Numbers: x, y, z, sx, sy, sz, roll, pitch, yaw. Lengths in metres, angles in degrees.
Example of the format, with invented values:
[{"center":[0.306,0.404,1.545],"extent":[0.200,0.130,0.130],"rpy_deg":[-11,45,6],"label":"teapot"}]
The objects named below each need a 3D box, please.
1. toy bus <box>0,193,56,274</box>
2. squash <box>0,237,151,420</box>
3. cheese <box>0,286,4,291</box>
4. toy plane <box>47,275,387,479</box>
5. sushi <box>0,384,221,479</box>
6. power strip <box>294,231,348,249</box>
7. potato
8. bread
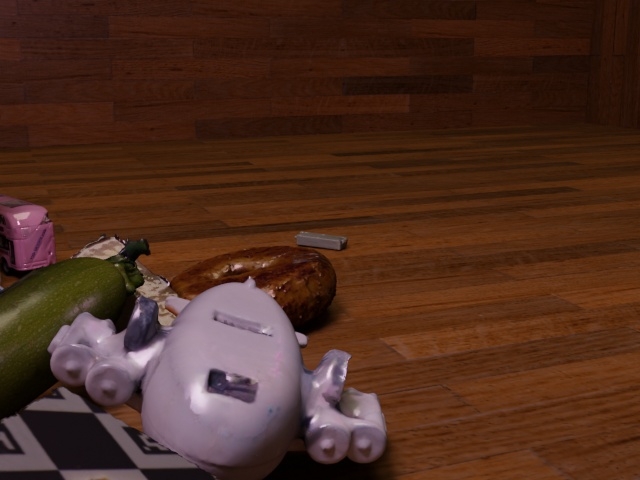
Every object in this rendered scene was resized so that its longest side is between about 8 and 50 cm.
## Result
[{"center":[-0.418,-0.012,1.098],"extent":[0.063,0.090,0.203],"rpy_deg":[-13,17,-42],"label":"toy bus"},{"center":[-0.227,0.079,0.602],"extent":[0.087,0.087,0.331],"rpy_deg":[7,28,28],"label":"squash"},{"center":[-0.361,0.045,0.725],"extent":[0.286,0.074,0.189],"rpy_deg":[27,-5,11],"label":"cheese"},{"center":[-0.067,0.100,0.577],"extent":[0.245,0.117,0.244],"rpy_deg":[18,14,-5],"label":"toy plane"},{"center":[-0.071,0.161,0.329],"extent":[0.220,0.047,0.231],"rpy_deg":[29,8,4],"label":"sushi"},{"center":[0.000,0.000,1.195],"extent":[0.083,0.017,0.027],"rpy_deg":[7,14,26],"label":"power strip"},{"center":[-0.171,0.086,0.746],"extent":[0.172,0.089,0.101],"rpy_deg":[37,47,20],"label":"potato"},{"center":[-0.070,0.054,0.881],"extent":[0.193,0.063,0.193],"rpy_deg":[-6,15,2],"label":"bread"}]
